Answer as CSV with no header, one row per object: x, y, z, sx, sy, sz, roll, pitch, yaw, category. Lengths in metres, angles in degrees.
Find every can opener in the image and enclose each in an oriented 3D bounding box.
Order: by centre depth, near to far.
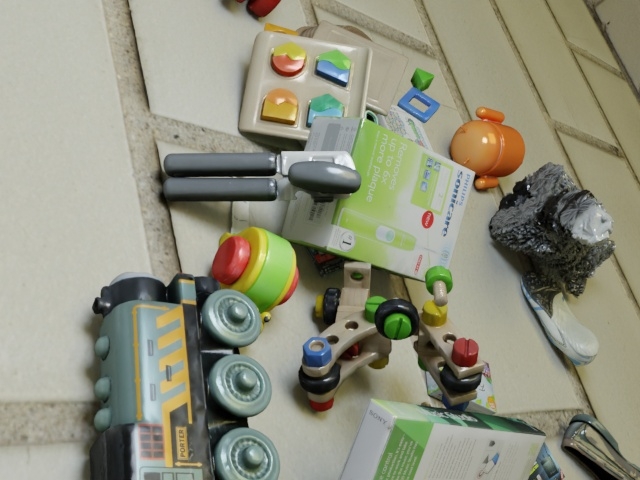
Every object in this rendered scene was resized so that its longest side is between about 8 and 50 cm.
-0.084,-0.097,1.135,0.280,0.093,0.074,-1,74,1,can opener

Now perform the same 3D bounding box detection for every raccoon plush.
0.544,0.030,1.707,0.299,0.216,0.446,42,16,-15,raccoon plush

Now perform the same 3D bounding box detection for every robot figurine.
0.384,-0.212,1.850,0.219,0.158,0.128,0,39,-48,robot figurine

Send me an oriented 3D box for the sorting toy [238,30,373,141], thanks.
-0.024,-0.260,1.358,0.208,0.038,0.193,8,73,2,sorting toy

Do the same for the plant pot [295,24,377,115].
0.051,-0.349,1.606,0.237,0.110,0.237,30,41,-30,plant pot

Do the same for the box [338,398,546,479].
0.150,0.338,1.061,0.322,0.232,0.058,17,5,-41,box

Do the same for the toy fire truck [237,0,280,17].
-0.089,-0.590,1.524,0.169,0.254,0.302,35,39,-23,toy fire truck

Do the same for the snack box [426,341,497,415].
0.240,0.238,1.386,0.141,0.037,0.100,28,44,-31,snack box

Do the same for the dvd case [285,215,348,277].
0.000,0.000,1.336,0.087,0.013,0.119,-21,78,-54,dvd case

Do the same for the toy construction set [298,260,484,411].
0.117,0.160,1.190,0.308,0.257,0.237,60,17,-28,toy construction set

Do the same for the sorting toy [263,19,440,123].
0.055,-0.310,1.471,0.348,0.047,0.196,24,48,-2,sorting toy

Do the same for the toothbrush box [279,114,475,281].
0.098,-0.059,1.299,0.283,0.122,0.206,19,86,-43,toothbrush box

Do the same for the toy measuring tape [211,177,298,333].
-0.089,-0.007,1.156,0.121,0.121,0.330,28,42,-31,toy measuring tape

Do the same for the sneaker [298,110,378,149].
0.026,-0.216,1.429,0.094,0.151,0.256,-22,77,-52,sneaker

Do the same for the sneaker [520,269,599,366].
0.501,0.167,1.722,0.085,0.086,0.237,-17,59,-24,sneaker

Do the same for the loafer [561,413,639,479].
0.562,0.458,1.538,0.267,0.096,0.084,48,55,5,loafer

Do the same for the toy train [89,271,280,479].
-0.162,0.180,0.907,0.190,0.142,0.333,11,52,-31,toy train

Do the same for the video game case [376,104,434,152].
0.185,-0.223,1.727,0.143,0.019,0.157,5,58,-46,video game case

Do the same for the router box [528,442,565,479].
0.366,0.397,1.393,0.122,0.038,0.092,-16,73,-53,router box
